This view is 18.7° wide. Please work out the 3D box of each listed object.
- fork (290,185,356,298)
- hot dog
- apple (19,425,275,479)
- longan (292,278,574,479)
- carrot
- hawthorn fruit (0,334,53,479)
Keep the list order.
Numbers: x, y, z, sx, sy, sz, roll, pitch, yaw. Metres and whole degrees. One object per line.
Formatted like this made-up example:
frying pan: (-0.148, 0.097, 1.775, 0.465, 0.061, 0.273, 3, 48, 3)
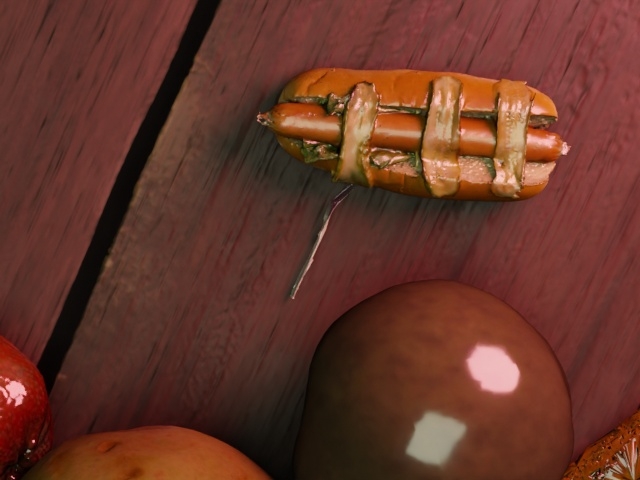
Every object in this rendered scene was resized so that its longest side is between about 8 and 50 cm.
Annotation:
fork: (-0.001, -0.001, 1.702, 0.012, 0.016, 0.115, 26, 99, -12)
hot dog: (0.079, -0.092, 1.660, 0.269, 0.072, 0.109, 5, 96, -2)
apple: (-0.142, 0.326, 1.601, 0.338, 0.305, 0.338, -1, 99, -4)
longan: (0.087, 0.156, 1.627, 0.248, 0.248, 0.248, 0, 98, 0)
carrot: (0.295, 0.172, 1.703, 0.229, 0.069, 0.069, -38, 97, 7)
hawthorn fruit: (-0.323, 0.137, 1.662, 0.194, 0.157, 0.157, 44, 96, 12)
